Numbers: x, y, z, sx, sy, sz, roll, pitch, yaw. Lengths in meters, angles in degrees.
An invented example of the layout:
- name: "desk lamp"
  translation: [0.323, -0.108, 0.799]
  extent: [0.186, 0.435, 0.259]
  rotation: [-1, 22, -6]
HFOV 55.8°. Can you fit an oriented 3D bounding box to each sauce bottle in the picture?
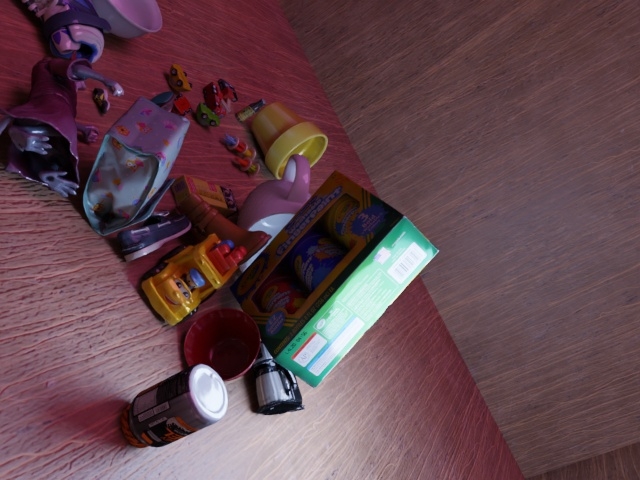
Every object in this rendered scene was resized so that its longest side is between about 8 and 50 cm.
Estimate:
- name: "sauce bottle"
  translation: [-0.267, -0.503, 2.321]
  extent: [0.042, 0.128, 0.042]
  rotation: [46, 27, -31]

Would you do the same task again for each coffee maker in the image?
- name: "coffee maker"
  translation: [-0.124, 0.367, 1.613]
  extent: [0.171, 0.120, 0.178]
  rotation: [75, -1, -64]

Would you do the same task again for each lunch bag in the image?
- name: "lunch bag"
  translation: [-0.423, -0.155, 1.376]
  extent: [0.160, 0.262, 0.223]
  rotation: [25, 32, -9]

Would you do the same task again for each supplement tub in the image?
- name: "supplement tub"
  translation: [-0.283, 0.324, 1.162]
  extent: [0.117, 0.190, 0.117]
  rotation: [47, 26, -31]

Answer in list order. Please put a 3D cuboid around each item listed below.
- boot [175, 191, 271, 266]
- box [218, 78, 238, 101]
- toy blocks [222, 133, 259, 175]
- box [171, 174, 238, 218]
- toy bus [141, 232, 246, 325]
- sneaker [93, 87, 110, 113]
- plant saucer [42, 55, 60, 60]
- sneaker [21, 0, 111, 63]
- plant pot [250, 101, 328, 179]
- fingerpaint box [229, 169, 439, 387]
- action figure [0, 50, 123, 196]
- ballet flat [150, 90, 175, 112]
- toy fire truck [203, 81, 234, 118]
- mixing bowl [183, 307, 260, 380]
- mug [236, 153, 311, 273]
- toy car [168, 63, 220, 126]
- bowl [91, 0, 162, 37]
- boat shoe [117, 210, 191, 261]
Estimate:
- name: "boot"
  translation: [-0.261, -0.042, 1.583]
  extent: [0.109, 0.283, 0.220]
  rotation: [-39, 104, -30]
- name: "box"
  translation: [-0.362, -0.587, 2.363]
  extent: [0.083, 0.018, 0.067]
  rotation: [23, 43, -58]
- name: "toy blocks"
  translation: [-0.285, -0.306, 2.137]
  extent: [0.148, 0.054, 0.123]
  rotation: [31, 35, -52]
- name: "box"
  translation: [-0.338, -0.126, 1.783]
  extent: [0.232, 0.058, 0.087]
  rotation: [14, 52, -62]
- name: "toy bus"
  translation: [-0.285, 0.077, 1.445]
  extent: [0.149, 0.211, 0.220]
  rotation: [58, 23, -12]
- name: "sneaker"
  translation: [-0.578, -0.366, 1.586]
  extent: [0.035, 0.031, 0.083]
  rotation: [13, 46, -45]
- name: "plant saucer"
  translation: [-0.652, -0.426, 1.504]
  extent: [0.083, 0.015, 0.083]
  rotation: [49, 24, -31]
- name: "sneaker"
  translation: [-0.668, -0.578, 1.496]
  extent: [0.323, 0.130, 0.236]
  rotation: [39, 26, -55]
- name: "plant pot"
  translation: [-0.140, -0.402, 2.358]
  extent: [0.239, 0.254, 0.254]
  rotation: [51, 18, 15]
- name: "fingerpaint box"
  translation: [0.012, 0.076, 1.533]
  extent: [0.163, 0.445, 0.371]
  rotation: [42, 2, -33]
- name: "action figure"
  translation: [-0.589, -0.278, 1.300]
  extent: [0.275, 0.248, 0.370]
  rotation: [10, 50, -30]
- name: "ballet flat"
  translation: [-0.482, -0.380, 1.789]
  extent: [0.213, 0.072, 0.068]
  rotation: [-77, 162, -59]
- name: "toy fire truck"
  translation: [-0.367, -0.508, 2.213]
  extent: [0.135, 0.047, 0.192]
  rotation: [35, 34, -51]
- name: "mixing bowl"
  translation: [-0.224, 0.263, 1.444]
  extent: [0.098, 0.181, 0.181]
  rotation: [80, -4, -59]
- name: "mug"
  translation: [-0.109, -0.083, 1.848]
  extent: [0.276, 0.374, 0.328]
  rotation: [12, 28, -14]
- name: "toy car"
  translation: [-0.423, -0.443, 1.997]
  extent: [0.225, 0.053, 0.239]
  rotation: [39, 31, -45]
- name: "bowl"
  translation: [-0.617, -0.704, 1.769]
  extent: [0.298, 0.134, 0.298]
  rotation: [48, 24, -30]
- name: "boat shoe"
  translation: [-0.404, -0.027, 1.471]
  extent: [0.254, 0.095, 0.079]
  rotation: [-43, 114, -59]
